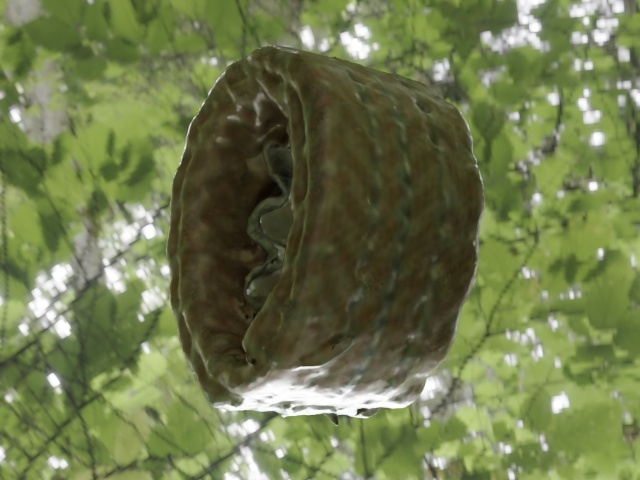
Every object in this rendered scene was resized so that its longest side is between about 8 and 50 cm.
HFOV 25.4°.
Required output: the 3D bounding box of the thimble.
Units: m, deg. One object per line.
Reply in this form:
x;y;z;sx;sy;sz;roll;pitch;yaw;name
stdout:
0.003;-0.006;0.928;0.148;0.196;0.229;8;-116;-33;thimble
